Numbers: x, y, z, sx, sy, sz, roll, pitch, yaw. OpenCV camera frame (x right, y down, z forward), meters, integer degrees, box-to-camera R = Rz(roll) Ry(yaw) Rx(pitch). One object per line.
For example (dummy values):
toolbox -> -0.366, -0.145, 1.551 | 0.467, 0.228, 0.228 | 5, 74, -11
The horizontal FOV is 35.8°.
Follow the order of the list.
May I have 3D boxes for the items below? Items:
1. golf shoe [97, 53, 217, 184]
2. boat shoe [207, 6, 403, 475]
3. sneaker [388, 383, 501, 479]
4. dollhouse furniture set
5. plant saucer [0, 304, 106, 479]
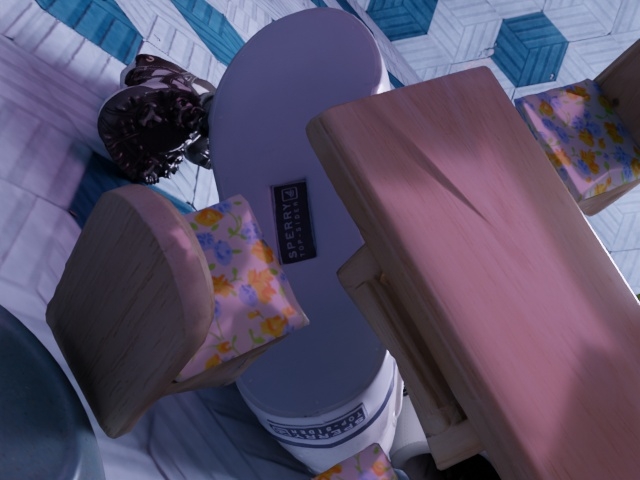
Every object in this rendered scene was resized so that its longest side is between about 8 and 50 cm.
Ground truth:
golf shoe -> -0.128, -0.096, 0.741 | 0.094, 0.077, 0.198 | 34, 12, 11
boat shoe -> 0.009, 0.000, 0.701 | 0.156, 0.135, 0.367 | 70, 10, -50
sneaker -> 0.153, 0.219, 0.707 | 0.330, 0.122, 0.146 | 47, 35, -13
dollhouse furniture set -> 0.149, 0.079, 0.416 | 0.362, 0.256, 0.394 | -20, 74, -34
plant saucer -> -0.144, 0.065, 0.375 | 0.195, 0.037, 0.195 | 43, 17, -17
